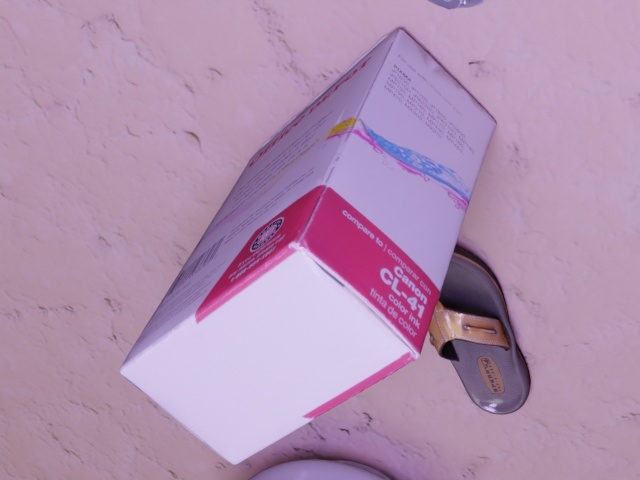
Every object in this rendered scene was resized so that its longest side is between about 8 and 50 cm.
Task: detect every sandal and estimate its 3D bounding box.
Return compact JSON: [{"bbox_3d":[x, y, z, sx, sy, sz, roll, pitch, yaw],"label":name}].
[{"bbox_3d":[0.135,0.091,1.173,0.090,0.060,0.219,-9,121,28],"label":"sandal"}]

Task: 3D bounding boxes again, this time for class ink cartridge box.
[{"bbox_3d":[0.000,0.000,0.997,0.131,0.306,0.226,43,130,-13],"label":"ink cartridge box"}]

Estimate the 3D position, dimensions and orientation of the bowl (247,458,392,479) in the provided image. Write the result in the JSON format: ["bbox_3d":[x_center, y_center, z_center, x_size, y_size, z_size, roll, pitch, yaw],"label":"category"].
[{"bbox_3d":[0.019,0.338,1.364,0.298,0.134,0.298,12,130,15],"label":"bowl"}]

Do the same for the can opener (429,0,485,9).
[{"bbox_3d":[0.069,-0.290,0.874,0.076,0.095,0.283,23,148,42],"label":"can opener"}]
